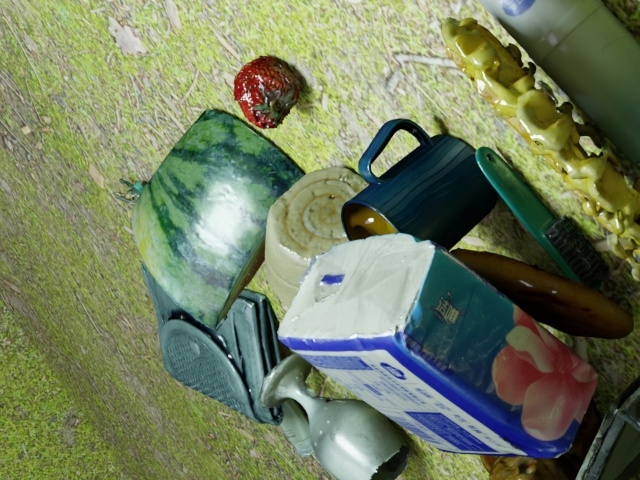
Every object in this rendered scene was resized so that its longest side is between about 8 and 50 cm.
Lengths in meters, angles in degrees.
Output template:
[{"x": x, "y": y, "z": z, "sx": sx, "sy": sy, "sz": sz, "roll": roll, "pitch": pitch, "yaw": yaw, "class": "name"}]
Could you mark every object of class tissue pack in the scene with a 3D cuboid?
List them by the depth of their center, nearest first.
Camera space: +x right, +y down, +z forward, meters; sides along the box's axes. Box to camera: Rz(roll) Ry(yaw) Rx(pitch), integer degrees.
[{"x": 0.122, "y": 0.112, "z": 1.426, "sx": 0.269, "sy": 0.137, "sz": 0.209, "roll": 36, "pitch": 153, "yaw": -30, "class": "tissue pack"}]

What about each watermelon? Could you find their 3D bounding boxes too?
[{"x": -0.120, "y": -0.045, "z": 1.928, "sx": 0.213, "sy": 0.201, "sz": 0.262, "roll": 43, "pitch": 113, "yaw": 17, "class": "watermelon"}]

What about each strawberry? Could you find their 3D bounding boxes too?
[{"x": -0.068, "y": -0.184, "z": 1.678, "sx": 0.096, "sy": 0.083, "sz": 0.083, "roll": -113, "pitch": 2, "yaw": -53, "class": "strawberry"}]

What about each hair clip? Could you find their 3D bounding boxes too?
[{"x": -0.269, "y": -0.058, "z": 2.251, "sx": 0.173, "sy": 0.049, "sz": 0.049, "roll": 31, "pitch": 151, "yaw": 26, "class": "hair clip"}]

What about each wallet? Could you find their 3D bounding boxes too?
[{"x": -0.192, "y": 0.170, "z": 2.346, "sx": 0.342, "sy": 0.075, "sz": 0.237, "roll": 18, "pitch": 123, "yaw": 49, "class": "wallet"}]

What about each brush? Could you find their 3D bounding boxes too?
[{"x": 0.232, "y": -0.026, "z": 1.429, "sx": 0.193, "sy": 0.043, "sz": 0.032, "roll": 51, "pitch": 139, "yaw": 1, "class": "brush"}]

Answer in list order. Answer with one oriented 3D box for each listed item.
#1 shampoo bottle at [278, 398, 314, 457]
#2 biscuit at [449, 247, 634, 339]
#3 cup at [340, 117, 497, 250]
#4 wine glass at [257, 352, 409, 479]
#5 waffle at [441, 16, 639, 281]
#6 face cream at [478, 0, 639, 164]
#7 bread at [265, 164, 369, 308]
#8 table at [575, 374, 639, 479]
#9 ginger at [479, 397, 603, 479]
[{"x": -0.071, "y": 0.281, "z": 2.391, "sx": 0.212, "sy": 0.049, "sz": 0.072, "roll": 56, "pitch": 149, "yaw": -14, "class": "shampoo bottle"}, {"x": 0.227, "y": 0.060, "z": 1.452, "sx": 0.212, "sy": 0.036, "sz": 0.212, "roll": 22, "pitch": 173, "yaw": 3, "class": "biscuit"}, {"x": 0.107, "y": -0.047, "z": 1.487, "sx": 0.113, "sy": 0.138, "sz": 0.150, "roll": 32, "pitch": 151, "yaw": 35, "class": "cup"}, {"x": 0.023, "y": 0.286, "z": 2.144, "sx": 0.241, "sy": 0.126, "sz": 0.126, "roll": 41, "pitch": 155, "yaw": 26, "class": "wine glass"}, {"x": 0.211, "y": -0.089, "z": 1.208, "sx": 0.280, "sy": 0.060, "sz": 0.262, "roll": 34, "pitch": -160, "yaw": -47, "class": "waffle"}, {"x": 0.212, "y": -0.180, "z": 1.185, "sx": 0.250, "sy": 0.077, "sz": 0.077, "roll": 47, "pitch": 156, "yaw": 3, "class": "face cream"}, {"x": 0.000, "y": 0.000, "z": 1.731, "sx": 0.134, "sy": 0.148, "sz": 0.141, "roll": 24, "pitch": 150, "yaw": 10, "class": "bread"}, {"x": 0.409, "y": 0.247, "z": 1.293, "sx": 0.272, "sy": 0.222, "sz": 0.335, "roll": 42, "pitch": 156, "yaw": 22, "class": "table"}, {"x": 0.298, "y": 0.311, "z": 1.634, "sx": 0.176, "sy": 0.254, "sz": 0.418, "roll": -17, "pitch": 131, "yaw": 21, "class": "ginger"}]
